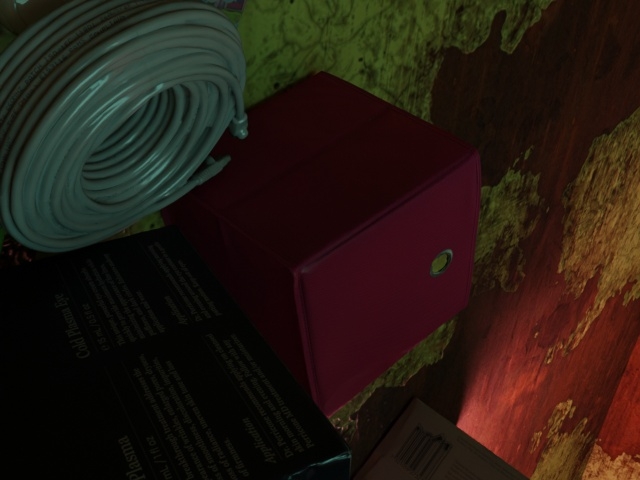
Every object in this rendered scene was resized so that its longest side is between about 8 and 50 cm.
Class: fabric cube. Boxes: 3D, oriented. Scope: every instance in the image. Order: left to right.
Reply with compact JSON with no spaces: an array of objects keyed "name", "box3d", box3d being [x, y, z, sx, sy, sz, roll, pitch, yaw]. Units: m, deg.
[{"name":"fabric cube","box3d":[0.000,0.000,0.863,0.258,0.259,0.254,-33,139,-28]}]

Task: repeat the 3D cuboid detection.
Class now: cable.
[{"name":"cable","box3d":[-0.172,-0.103,0.632,0.257,0.089,0.257,-39,166,-27]}]

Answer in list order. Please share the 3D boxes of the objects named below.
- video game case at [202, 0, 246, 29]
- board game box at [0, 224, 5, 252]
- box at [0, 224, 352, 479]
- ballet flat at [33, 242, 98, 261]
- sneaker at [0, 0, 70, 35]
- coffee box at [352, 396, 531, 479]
[{"name":"video game case","box3d":[-0.163,-0.227,0.706,0.212,0.023,0.193,4,114,-50]},{"name":"board game box","box3d":[-0.334,-0.008,0.660,0.092,0.043,0.181,-1,116,-48]},{"name":"box","box3d":[-0.196,0.171,0.590,0.312,0.343,0.179,-15,125,-25]},{"name":"ballet flat","box3d":[-0.277,0.091,0.769,0.077,0.077,0.231,3,115,-50]},{"name":"sneaker","box3d":[-0.156,-0.242,0.586,0.232,0.115,0.090,-48,142,-11]},{"name":"coffee box","box3d":[0.271,0.591,1.542,0.338,0.337,0.334,-52,144,-7]}]
